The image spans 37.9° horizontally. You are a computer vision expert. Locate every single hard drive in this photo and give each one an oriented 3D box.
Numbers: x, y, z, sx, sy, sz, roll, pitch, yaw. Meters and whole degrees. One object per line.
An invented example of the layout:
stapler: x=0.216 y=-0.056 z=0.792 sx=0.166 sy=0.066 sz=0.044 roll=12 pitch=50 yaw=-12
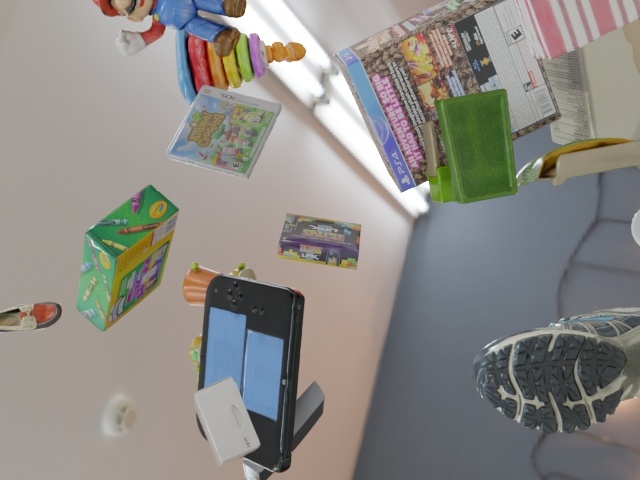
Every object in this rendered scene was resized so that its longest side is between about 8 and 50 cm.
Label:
hard drive: x=-0.081 y=0.459 z=2.203 sx=0.255 sy=0.054 sz=0.172 roll=-46 pitch=-17 yaw=-22

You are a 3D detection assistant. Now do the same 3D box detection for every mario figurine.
mario figurine: x=-0.324 y=-0.470 z=1.887 sx=0.170 sy=0.320 sz=0.198 roll=79 pitch=-152 yaw=-74

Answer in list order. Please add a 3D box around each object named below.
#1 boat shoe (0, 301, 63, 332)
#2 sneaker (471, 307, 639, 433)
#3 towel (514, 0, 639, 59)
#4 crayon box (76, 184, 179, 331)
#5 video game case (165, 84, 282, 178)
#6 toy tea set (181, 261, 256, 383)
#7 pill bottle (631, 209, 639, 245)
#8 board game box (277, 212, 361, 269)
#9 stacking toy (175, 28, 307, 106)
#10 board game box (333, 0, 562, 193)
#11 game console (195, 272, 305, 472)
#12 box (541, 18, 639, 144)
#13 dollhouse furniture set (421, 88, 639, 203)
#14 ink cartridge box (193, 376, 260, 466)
boat shoe: x=-0.519 y=0.134 z=1.638 sx=0.043 sy=0.137 sz=0.049 roll=43 pitch=-142 yaw=-68
sneaker: x=0.287 y=0.131 z=1.012 sx=0.122 sy=0.282 sz=0.110 roll=-145 pitch=53 yaw=-71
towel: x=0.263 y=-0.270 z=0.860 sx=0.144 sy=0.197 sz=0.029 roll=64 pitch=179 yaw=-21
crayon box: x=-0.371 y=0.039 z=1.778 sx=0.165 sy=0.081 sz=0.278 roll=-43 pitch=-13 yaw=-36
video game case: x=-0.211 y=-0.242 z=2.056 sx=0.023 sy=0.193 sz=0.212 roll=88 pitch=-160 yaw=-57
toy tea set: x=-0.272 y=0.210 z=2.276 sx=0.200 sy=0.124 sz=0.336 roll=15 pitch=-96 yaw=-59
pill bottle: x=0.603 y=-0.011 z=1.630 sx=0.152 sy=0.086 sz=0.086 roll=19 pitch=-98 yaw=-57
board game box: x=0.000 y=0.000 z=2.000 sx=0.141 sy=0.170 sz=0.048 roll=-82 pitch=0 yaw=-66
stacking toy: x=-0.181 y=-0.425 z=2.178 sx=0.175 sy=0.301 sz=0.166 roll=72 pitch=-170 yaw=-64
board game box: x=0.205 y=-0.255 z=1.528 sx=0.141 sy=0.291 sz=0.232 roll=-106 pitch=-9 yaw=-70
game console: x=-0.160 y=0.277 z=2.034 sx=0.060 sy=0.342 sz=0.387 roll=3 pitch=-87 yaw=-35
box: x=0.459 y=-0.318 z=1.592 sx=0.121 sy=0.148 sz=0.311 roll=-20 pitch=-68 yaw=-14
dollhouse furniture set: x=0.317 y=-0.156 z=1.409 sx=0.197 sy=0.301 sz=0.151 roll=-144 pitch=44 yaw=-84
ink cartridge box: x=-0.115 y=0.220 z=1.125 sx=0.122 sy=0.052 sz=0.089 roll=118 pitch=129 yaw=-71
